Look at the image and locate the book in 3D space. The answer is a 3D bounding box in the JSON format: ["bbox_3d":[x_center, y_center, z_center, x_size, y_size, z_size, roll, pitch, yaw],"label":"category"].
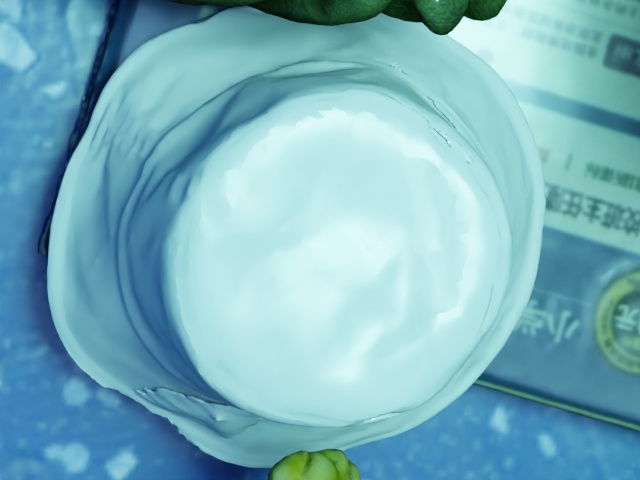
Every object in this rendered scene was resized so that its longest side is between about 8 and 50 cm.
[{"bbox_3d":[0.088,-0.153,0.797,0.300,0.039,0.428,17,91,-9],"label":"book"}]

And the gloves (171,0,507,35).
[{"bbox_3d":[-0.048,-0.147,0.710,0.268,0.107,0.135,32,95,14],"label":"gloves"}]

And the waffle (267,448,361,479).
[{"bbox_3d":[0.107,0.200,0.744,0.324,0.151,0.261,0,121,-6],"label":"waffle"}]

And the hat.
[{"bbox_3d":[0.000,0.000,0.712,0.203,0.126,0.203,-1,94,-9],"label":"hat"}]
